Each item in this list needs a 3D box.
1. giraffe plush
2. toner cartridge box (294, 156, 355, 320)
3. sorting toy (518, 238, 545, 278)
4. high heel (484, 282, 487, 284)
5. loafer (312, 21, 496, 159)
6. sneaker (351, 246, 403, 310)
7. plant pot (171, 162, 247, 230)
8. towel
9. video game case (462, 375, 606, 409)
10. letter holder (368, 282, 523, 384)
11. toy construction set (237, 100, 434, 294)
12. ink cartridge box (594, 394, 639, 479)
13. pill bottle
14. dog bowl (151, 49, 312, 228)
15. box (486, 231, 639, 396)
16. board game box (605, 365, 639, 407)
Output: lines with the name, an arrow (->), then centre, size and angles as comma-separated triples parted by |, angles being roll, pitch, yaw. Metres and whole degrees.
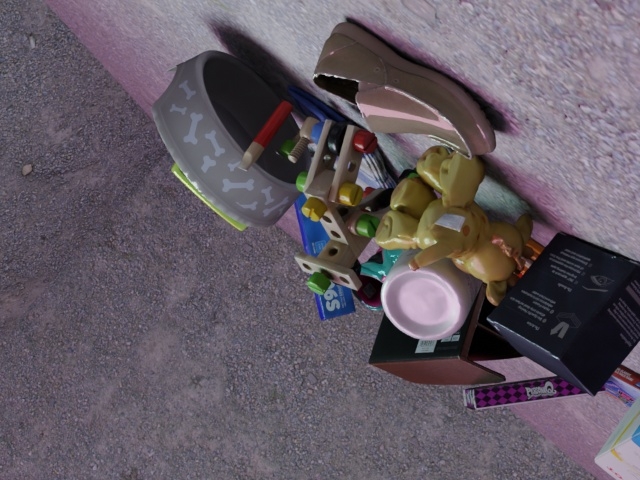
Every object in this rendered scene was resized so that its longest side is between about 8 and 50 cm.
giraffe plush -> 0.204, -0.011, 1.353 | 0.171, 0.181, 0.210 | 31, -168, -26
toner cartridge box -> 0.000, 0.000, 2.196 | 0.165, 0.075, 0.347 | 126, 131, -84
sorting toy -> 0.363, 0.091, 1.606 | 0.196, 0.047, 0.347 | 36, 172, 39
high heel -> 0.268, 0.042, 1.865 | 0.186, 0.093, 0.261 | 16, 154, 11
loafer -> 0.096, -0.166, 1.207 | 0.268, 0.092, 0.102 | 37, 173, 30
sneaker -> 0.143, 0.067, 2.183 | 0.124, 0.178, 0.295 | 41, 174, -1
plant pot -> -0.201, -0.184, 2.372 | 0.227, 0.228, 0.207 | 42, -179, -10
towel -> 0.057, -0.158, 1.807 | 0.209, 0.034, 0.285 | 39, 172, 36
video game case -> 0.387, 0.278, 1.835 | 0.210, 0.232, 0.041 | 66, -164, -80
letter holder -> 0.276, 0.205, 1.924 | 0.214, 0.152, 0.302 | 28, 159, -23
toy construction set -> 0.000, -0.059, 1.617 | 0.309, 0.237, 0.257 | 32, 166, 15
ink cartridge box -> 0.489, 0.255, 1.263 | 0.171, 0.168, 0.232 | 39, 164, 13
pill bottle -> 0.186, 0.042, 1.516 | 0.131, 0.131, 0.229 | 41, -146, -2
dog bowl -> -0.148, -0.194, 1.807 | 0.349, 0.102, 0.348 | 41, -152, -28
box -> 0.330, 0.092, 1.286 | 0.093, 0.158, 0.156 | 44, 174, -29
board game box -> 0.567, 0.274, 1.745 | 0.145, 0.027, 0.281 | 46, 172, -28
